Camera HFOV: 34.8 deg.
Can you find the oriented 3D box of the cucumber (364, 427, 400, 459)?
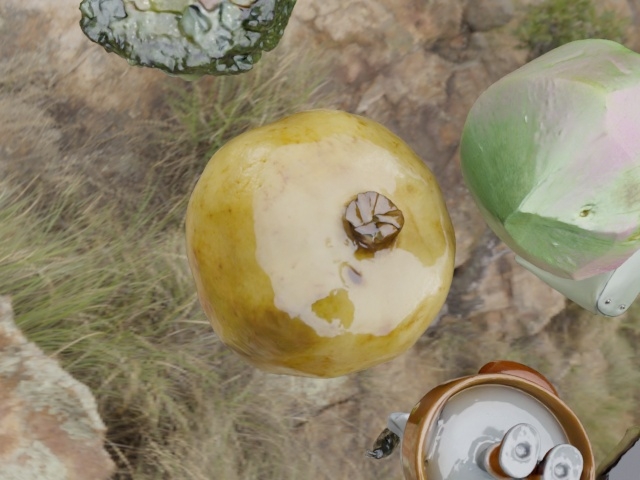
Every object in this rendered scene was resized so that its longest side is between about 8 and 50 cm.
[{"bbox_3d":[0.113,0.359,1.796,0.043,0.163,0.039,25,98,10],"label":"cucumber"}]

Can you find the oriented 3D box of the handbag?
[{"bbox_3d":[0.459,-0.021,1.822,0.109,0.315,0.241,20,107,-42],"label":"handbag"}]

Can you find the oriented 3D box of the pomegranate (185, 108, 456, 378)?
[{"bbox_3d":[-0.007,0.010,1.089,0.307,0.307,0.307,4,81,-25],"label":"pomegranate"}]

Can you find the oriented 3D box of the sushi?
[{"bbox_3d":[-0.221,-0.412,1.666,0.352,0.178,0.294,14,100,7],"label":"sushi"}]

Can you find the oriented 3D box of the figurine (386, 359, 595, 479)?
[{"bbox_3d":[0.118,0.176,0.793,0.143,0.271,0.143,8,64,-16],"label":"figurine"}]

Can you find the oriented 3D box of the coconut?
[{"bbox_3d":[0.243,-0.078,0.977,0.204,0.236,0.236,37,65,19],"label":"coconut"}]

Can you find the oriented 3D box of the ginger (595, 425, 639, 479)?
[{"bbox_3d":[0.347,0.382,1.157,0.413,0.211,0.358,14,90,-14],"label":"ginger"}]
